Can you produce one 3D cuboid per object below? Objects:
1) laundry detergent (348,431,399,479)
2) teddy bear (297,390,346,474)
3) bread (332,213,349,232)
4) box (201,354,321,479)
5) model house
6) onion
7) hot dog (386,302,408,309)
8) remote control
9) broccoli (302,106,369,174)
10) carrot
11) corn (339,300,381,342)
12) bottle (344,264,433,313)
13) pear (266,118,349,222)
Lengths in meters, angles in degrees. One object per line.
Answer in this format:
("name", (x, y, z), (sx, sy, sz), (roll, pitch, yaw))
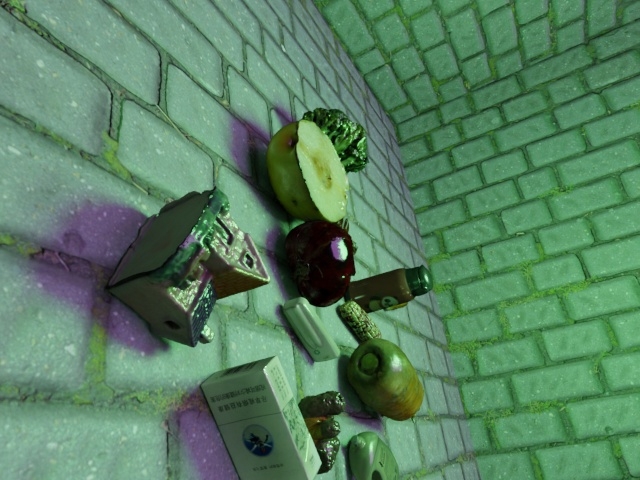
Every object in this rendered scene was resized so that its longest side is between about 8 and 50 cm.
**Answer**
("laundry detergent", (0.160, 0.703, 1.442), (0.253, 0.091, 0.181), (59, 31, -26))
("teddy bear", (-0.008, 0.500, 1.184), (0.140, 0.177, 0.190), (-1, 65, -19))
("bread", (0.060, -0.093, 1.878), (0.160, 0.073, 0.161), (47, 32, -42))
("box", (-0.123, 0.386, 0.958), (0.257, 0.164, 0.069), (69, 22, -5))
("model house", (-0.237, 0.065, 0.909), (0.237, 0.202, 0.237), (55, 27, -32))
("onion", (0.004, 0.072, 1.436), (0.281, 0.221, 0.281), (22, 57, -40))
("hot dog", (0.370, 0.303, 2.276), (0.286, 0.061, 0.088), (15, 55, -62))
("remote control", (-0.030, 0.271, 1.358), (0.230, 0.090, 0.049), (59, 26, -22))
("broccoli", (0.026, -0.356, 1.804), (0.321, 0.304, 0.283), (40, 56, -11))
("carrot", (0.234, 0.491, 1.610), (0.341, 0.224, 0.224), (50, 30, -43))
("corn", (0.152, 0.314, 1.747), (0.253, 0.086, 0.086), (52, 29, -31))
("bottle", (0.267, 0.186, 1.780), (0.144, 0.336, 0.144), (48, 31, -41))
("pear", (-0.064, -0.211, 1.538), (0.386, 0.191, 0.341), (44, 40, -49))
